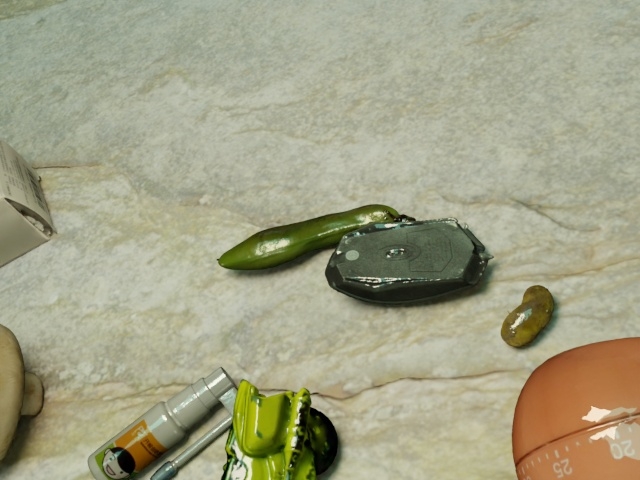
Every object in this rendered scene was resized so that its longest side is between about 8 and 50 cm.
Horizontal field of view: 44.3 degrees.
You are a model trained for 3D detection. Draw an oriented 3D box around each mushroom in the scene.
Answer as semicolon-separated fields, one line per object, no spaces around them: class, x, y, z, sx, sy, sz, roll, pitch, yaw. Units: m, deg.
mushroom;-0.503;0.229;1.162;0.226;0.178;0.226;-28;53;45

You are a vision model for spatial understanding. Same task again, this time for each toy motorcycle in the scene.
toy motorcycle;-0.108;0.337;0.944;0.206;0.142;0.342;23;64;-9

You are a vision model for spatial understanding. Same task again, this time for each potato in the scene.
potato;0.267;0.097;1.003;0.092;0.045;0.046;-49;19;-15

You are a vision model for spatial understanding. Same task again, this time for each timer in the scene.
timer;0.311;0.217;0.795;0.230;0.229;0.214;-13;65;14

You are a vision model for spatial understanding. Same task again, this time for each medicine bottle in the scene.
medicine bottle;-0.206;0.267;1.082;0.221;0.061;0.092;-38;77;-4

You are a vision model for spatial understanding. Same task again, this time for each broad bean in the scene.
broad bean;-0.002;-0.008;1.164;0.325;0.067;0.075;-15;41;9

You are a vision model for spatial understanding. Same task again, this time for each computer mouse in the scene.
computer mouse;0.121;0.036;1.087;0.231;0.071;0.126;-7;44;6

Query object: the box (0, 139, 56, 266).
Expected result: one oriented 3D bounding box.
box;-0.656;-0.024;1.392;0.333;0.145;0.173;-29;55;2
